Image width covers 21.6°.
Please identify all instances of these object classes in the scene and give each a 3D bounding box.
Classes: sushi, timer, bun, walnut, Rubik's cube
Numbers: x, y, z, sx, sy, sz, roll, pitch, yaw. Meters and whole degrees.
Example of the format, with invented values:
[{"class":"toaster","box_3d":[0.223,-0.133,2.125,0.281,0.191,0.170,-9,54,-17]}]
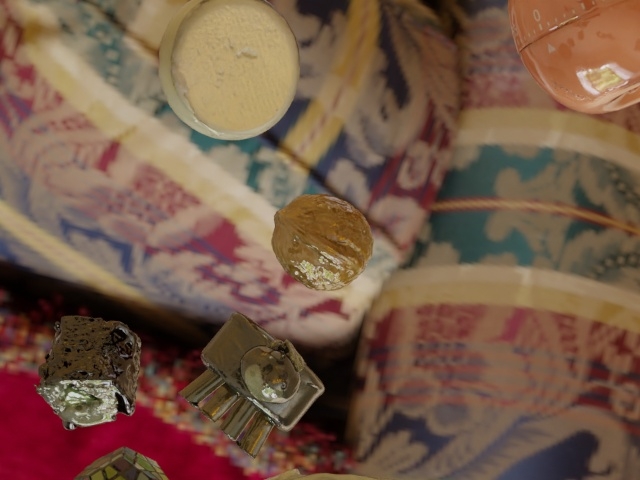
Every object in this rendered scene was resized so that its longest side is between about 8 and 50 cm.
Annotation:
[{"class":"sushi","box_3d":[-0.219,0.127,1.612,0.094,0.098,0.084,-4,53,14]},{"class":"timer","box_3d":[0.333,-0.268,1.947,0.230,0.230,0.215,-28,77,37]},{"class":"bun","box_3d":[-0.092,-0.160,1.551,0.094,0.138,0.138,1,78,64]},{"class":"walnut","box_3d":[0.000,0.000,1.813,0.105,0.124,0.105,-34,35,28]},{"class":"Rubik's cube","box_3d":[-0.259,0.335,2.183,0.112,0.133,0.133,8,84,32]}]

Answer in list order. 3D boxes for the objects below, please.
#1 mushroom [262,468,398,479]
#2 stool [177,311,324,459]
[{"class":"mushroom","box_3d":[0.105,0.231,1.071,0.351,0.097,0.109,16,124,26]},{"class":"stool","box_3d":[-0.093,0.178,2.117,0.153,0.228,0.139,39,83,18]}]
